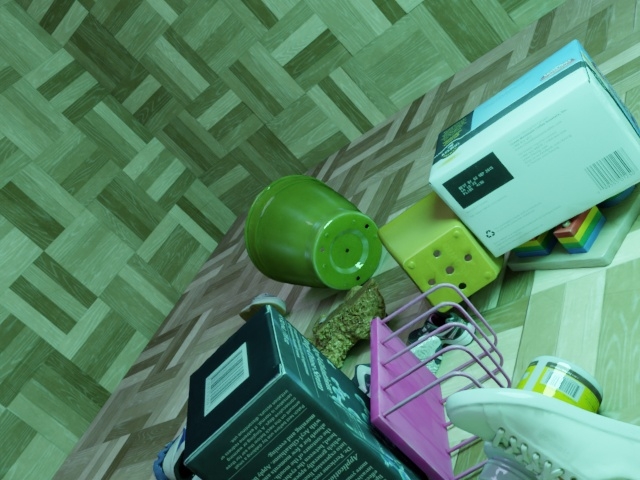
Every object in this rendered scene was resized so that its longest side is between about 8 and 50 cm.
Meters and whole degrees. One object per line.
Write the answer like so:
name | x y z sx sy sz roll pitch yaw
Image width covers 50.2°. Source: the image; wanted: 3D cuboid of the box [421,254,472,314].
box | 0.314 0.094 1.644 0.164 0.021 0.201 -41 18 12

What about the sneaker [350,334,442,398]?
sneaker | 0.142 0.277 1.455 0.235 0.094 0.153 -53 31 -8

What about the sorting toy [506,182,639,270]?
sorting toy | 0.522 -0.064 1.420 0.255 0.089 0.257 -51 18 -22

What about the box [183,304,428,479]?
box | -0.017 0.350 1.167 0.212 0.395 0.293 -43 17 4

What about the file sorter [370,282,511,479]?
file sorter | 0.221 0.241 1.210 0.182 0.202 0.290 -37 19 20

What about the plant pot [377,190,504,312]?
plant pot | 0.266 0.030 1.467 0.212 0.212 0.187 -36 13 15

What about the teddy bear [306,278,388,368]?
teddy bear | 0.066 0.232 1.792 0.338 0.113 0.245 -44 8 29

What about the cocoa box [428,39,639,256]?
cocoa box | 0.426 -0.179 1.356 0.347 0.231 0.228 -34 20 31

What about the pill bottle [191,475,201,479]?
pill bottle | -0.205 0.567 1.494 0.087 0.160 0.087 -40 17 15

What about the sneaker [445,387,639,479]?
sneaker | 0.299 0.277 0.885 0.105 0.290 0.123 81 -154 -54

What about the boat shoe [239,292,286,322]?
boat shoe | -0.191 0.223 2.373 0.277 0.098 0.096 -21 30 56

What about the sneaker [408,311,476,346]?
sneaker | 0.250 0.188 1.477 0.178 0.077 0.072 -25 24 49

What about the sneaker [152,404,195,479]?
sneaker | -0.326 0.549 1.913 0.182 0.127 0.315 -12 43 55

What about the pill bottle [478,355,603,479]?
pill bottle | 0.322 0.286 1.013 0.215 0.117 0.117 -51 18 -22

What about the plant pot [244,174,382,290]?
plant pot | 0.000 0.000 2.111 0.366 0.366 0.353 -48 29 -11
